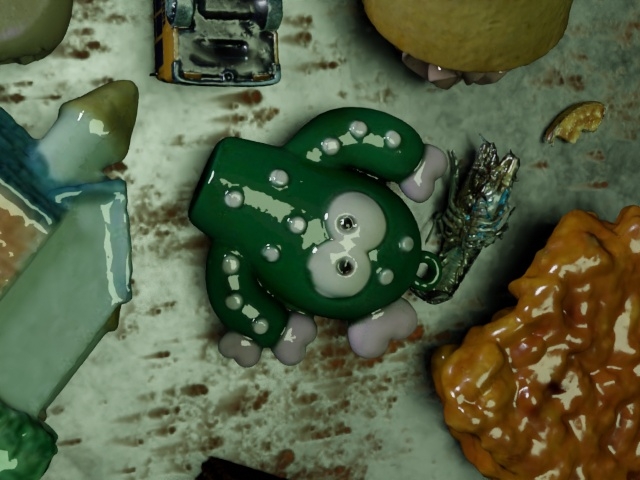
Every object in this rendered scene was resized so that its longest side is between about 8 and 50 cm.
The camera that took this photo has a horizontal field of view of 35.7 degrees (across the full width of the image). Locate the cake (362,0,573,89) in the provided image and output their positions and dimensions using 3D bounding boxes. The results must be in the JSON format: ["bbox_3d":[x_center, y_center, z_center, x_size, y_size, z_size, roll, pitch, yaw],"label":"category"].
[{"bbox_3d":[0.125,-0.226,0.908,0.207,0.178,0.185,38,58,13],"label":"cake"}]

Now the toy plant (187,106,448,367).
[{"bbox_3d":[0.003,-0.004,0.903,0.243,0.112,0.232,-3,95,-14],"label":"toy plant"}]

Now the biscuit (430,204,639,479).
[{"bbox_3d":[0.286,0.141,1.024,0.318,0.110,0.312,42,84,-19],"label":"biscuit"}]

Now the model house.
[{"bbox_3d":[-0.257,-0.002,0.794,0.267,0.194,0.325,42,67,-16],"label":"model house"}]

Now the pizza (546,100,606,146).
[{"bbox_3d":[0.266,-0.122,1.037,0.083,0.016,0.037,-31,104,-18],"label":"pizza"}]

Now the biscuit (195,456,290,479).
[{"bbox_3d":[0.055,0.303,0.957,0.388,0.107,0.073,22,88,-21],"label":"biscuit"}]

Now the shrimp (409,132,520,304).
[{"bbox_3d":[0.141,-0.018,0.988,0.082,0.076,0.174,27,91,20],"label":"shrimp"}]

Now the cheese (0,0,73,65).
[{"bbox_3d":[-0.285,-0.223,0.764,0.175,0.091,0.202,-25,95,-43],"label":"cheese"}]

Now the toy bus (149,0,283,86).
[{"bbox_3d":[-0.093,-0.225,0.841,0.098,0.114,0.201,-2,91,-20],"label":"toy bus"}]
